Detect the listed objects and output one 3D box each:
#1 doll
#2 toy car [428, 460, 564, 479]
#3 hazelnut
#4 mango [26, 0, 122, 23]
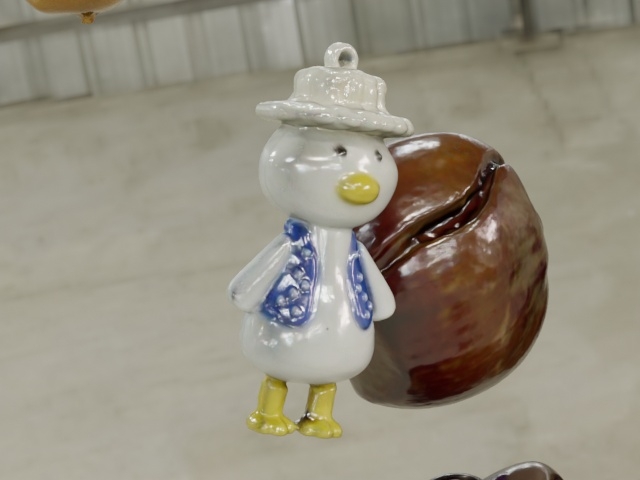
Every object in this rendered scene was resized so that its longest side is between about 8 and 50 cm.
[{"bbox_3d":[0.000,0.000,1.364,0.138,0.293,0.119,7,3,-24],"label":"doll"},{"bbox_3d":[0.229,0.315,1.561,0.240,0.340,0.271,-28,47,19],"label":"toy car"},{"bbox_3d":[0.088,0.021,1.575,0.218,0.234,0.218,-12,33,8],"label":"hazelnut"},{"bbox_3d":[-0.227,-0.340,1.689,0.152,0.287,0.201,-12,29,-22],"label":"mango"}]
